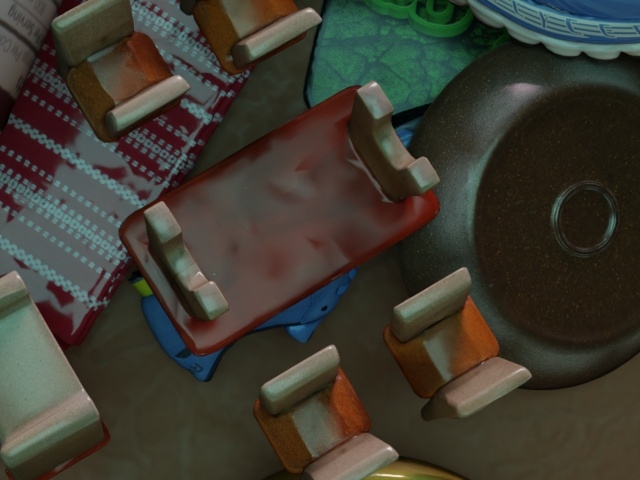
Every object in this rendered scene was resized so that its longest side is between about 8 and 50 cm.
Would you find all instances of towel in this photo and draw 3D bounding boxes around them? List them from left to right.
[{"bbox_3d":[-0.150,-0.099,1.000,0.199,0.031,0.275,32,86,0],"label":"towel"}]

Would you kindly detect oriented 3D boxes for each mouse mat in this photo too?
[{"bbox_3d":[0.096,-0.125,1.025,0.190,0.007,0.152,13,88,-4],"label":"mouse mat"}]

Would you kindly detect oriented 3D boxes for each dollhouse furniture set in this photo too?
[{"bbox_3d":[-0.065,0.016,0.909,0.259,0.135,0.262,-30,86,-10],"label":"dollhouse furniture set"}]

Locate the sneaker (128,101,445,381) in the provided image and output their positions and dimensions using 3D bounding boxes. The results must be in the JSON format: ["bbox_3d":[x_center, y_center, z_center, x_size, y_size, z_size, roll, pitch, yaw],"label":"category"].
[{"bbox_3d":[0.000,0.000,0.990,0.209,0.069,0.082,-33,97,-1],"label":"sneaker"}]

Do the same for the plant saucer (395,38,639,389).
[{"bbox_3d":[0.136,-0.013,0.977,0.198,0.036,0.198,-3,99,-23],"label":"plant saucer"}]

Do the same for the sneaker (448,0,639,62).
[{"bbox_3d":[0.096,-0.195,0.932,0.330,0.147,0.130,10,54,-4],"label":"sneaker"}]

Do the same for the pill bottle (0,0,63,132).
[{"bbox_3d":[-0.222,-0.173,0.877,0.224,0.224,0.392,25,84,-2],"label":"pill bottle"}]

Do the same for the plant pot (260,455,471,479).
[{"bbox_3d":[0.031,0.244,0.900,0.254,0.239,0.254,0,89,-4],"label":"plant pot"}]
